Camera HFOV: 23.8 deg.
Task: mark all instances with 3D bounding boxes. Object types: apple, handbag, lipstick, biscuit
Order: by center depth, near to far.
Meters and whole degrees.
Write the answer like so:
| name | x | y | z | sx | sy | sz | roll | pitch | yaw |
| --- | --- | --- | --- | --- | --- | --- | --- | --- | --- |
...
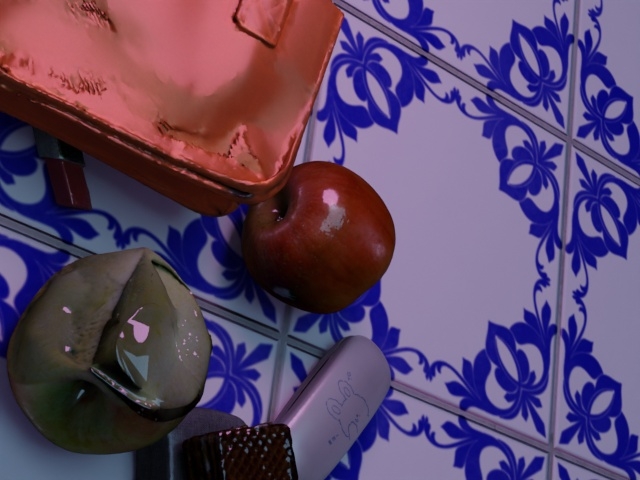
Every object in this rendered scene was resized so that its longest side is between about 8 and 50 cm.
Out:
| name | x | y | z | sx | sy | sz | roll | pitch | yaw |
| --- | --- | --- | --- | --- | --- | --- | --- | --- | --- |
| apple | -0.218 | 0.121 | 1.594 | 0.207 | 0.174 | 0.188 | 8 | 39 | 4 |
| biscuit | -0.063 | 0.389 | 1.611 | 0.107 | 0.073 | 0.388 | 0 | 76 | -43 |
| handbag | -0.193 | -0.230 | 1.676 | 0.410 | 0.116 | 0.303 | 28 | 68 | -23 |
| lipstick | -0.311 | -0.180 | 1.696 | 0.051 | 0.051 | 0.312 | -9 | 85 | -41 |
| apple | 0.000 | 0.000 | 1.840 | 0.199 | 0.199 | 0.199 | 15 | 66 | -38 |

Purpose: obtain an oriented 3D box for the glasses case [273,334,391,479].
| name | x | y | z | sx | sy | sz | roll | pitch | yaw |
| --- | --- | --- | --- | --- | --- | --- | --- | --- | --- |
| glasses case | 0.011 | 0.208 | 1.851 | 0.092 | 0.059 | 0.233 | 54 | 47 | -13 |

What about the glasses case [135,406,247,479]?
| name | x | y | z | sx | sy | sz | roll | pitch | yaw |
| --- | --- | --- | --- | --- | --- | --- | --- | --- | --- |
| glasses case | -0.138 | 0.344 | 1.659 | 0.131 | 0.074 | 0.323 | 14 | 67 | -40 |
